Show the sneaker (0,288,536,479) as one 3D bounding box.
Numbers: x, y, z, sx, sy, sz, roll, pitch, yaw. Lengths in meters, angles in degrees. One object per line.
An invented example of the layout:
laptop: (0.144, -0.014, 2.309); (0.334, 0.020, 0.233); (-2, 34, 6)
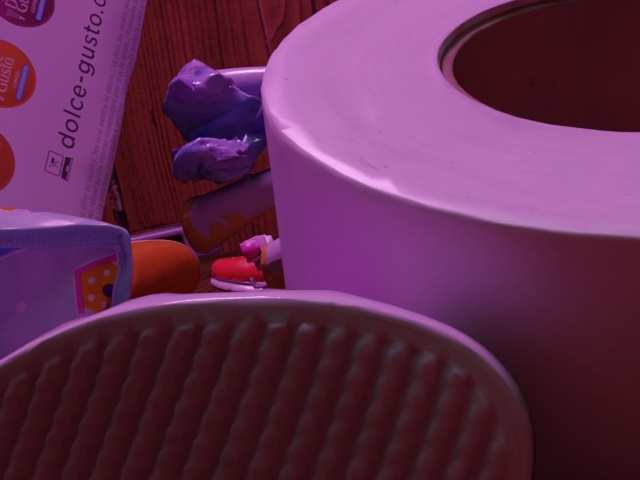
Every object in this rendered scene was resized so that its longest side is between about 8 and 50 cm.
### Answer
sneaker: (-0.055, 0.069, 0.405); (0.282, 0.102, 0.161); (-11, 0, 21)

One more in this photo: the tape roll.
tape roll: (0.122, -0.030, 0.440); (0.286, 0.100, 0.286); (-5, 29, 3)

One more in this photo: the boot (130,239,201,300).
boot: (-0.219, 0.076, 1.127); (0.295, 0.104, 0.211); (-19, 11, -25)

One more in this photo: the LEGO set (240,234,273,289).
LEGO set: (0.043, -0.007, 1.197); (0.287, 0.132, 0.107); (-35, -2, 25)

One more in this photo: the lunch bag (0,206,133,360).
lunch bag: (-0.233, 0.068, 0.580); (0.262, 0.160, 0.223); (-7, 2, -18)

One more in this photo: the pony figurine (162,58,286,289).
pony figurine: (0.073, -0.079, 0.826); (0.363, 0.351, 0.303); (-10, 37, 21)

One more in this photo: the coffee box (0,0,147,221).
coffee box: (-0.363, -0.104, 0.862); (0.334, 0.338, 0.338); (22, -31, -28)

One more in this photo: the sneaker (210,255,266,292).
sneaker: (0.000, 0.000, 1.365); (0.279, 0.118, 0.107); (-11, 2, 12)

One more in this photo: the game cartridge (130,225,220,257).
game cartridge: (-0.338, 0.037, 1.587); (0.355, 0.068, 0.230); (-13, -1, -23)
